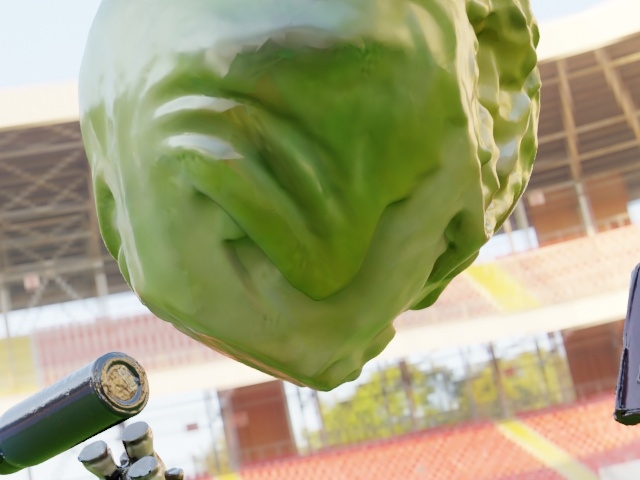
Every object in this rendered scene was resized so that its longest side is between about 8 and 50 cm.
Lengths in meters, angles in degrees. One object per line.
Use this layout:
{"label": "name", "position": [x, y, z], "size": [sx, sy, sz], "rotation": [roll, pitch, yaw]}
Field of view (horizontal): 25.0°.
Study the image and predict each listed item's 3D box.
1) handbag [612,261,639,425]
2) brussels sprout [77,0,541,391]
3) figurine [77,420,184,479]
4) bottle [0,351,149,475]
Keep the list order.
{"label": "handbag", "position": [0.353, 0.099, 1.191], "size": [0.203, 0.216, 0.074], "rotation": [22, -46, -1]}
{"label": "brussels sprout", "position": [-0.004, -0.076, 0.939], "size": [0.344, 0.344, 0.268], "rotation": [-11, 0, -6]}
{"label": "figurine", "position": [-0.192, 0.427, 1.891], "size": [0.241, 0.306, 0.412], "rotation": [-34, -34, -15]}
{"label": "bottle", "position": [-0.285, 0.193, 1.552], "size": [0.244, 0.072, 0.082], "rotation": [-29, 2, 41]}
